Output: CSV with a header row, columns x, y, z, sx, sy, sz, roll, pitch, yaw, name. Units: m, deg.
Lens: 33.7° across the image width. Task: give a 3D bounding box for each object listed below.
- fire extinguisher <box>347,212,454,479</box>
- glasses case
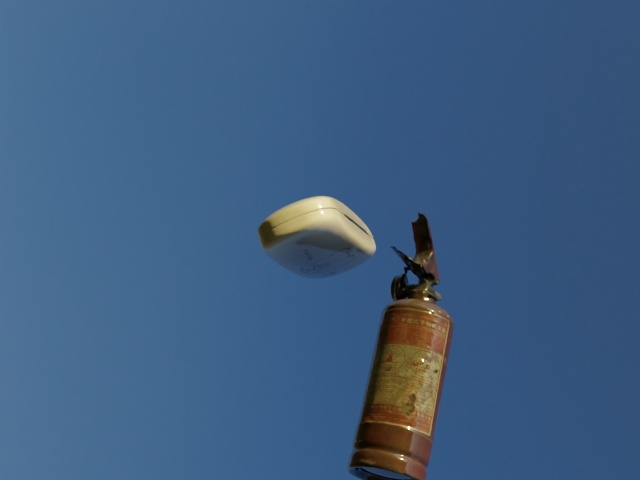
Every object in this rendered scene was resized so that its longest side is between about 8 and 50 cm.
x,y,z,sx,sy,sz,roll,pitch,yaw,name
0.087,0.102,1.007,0.075,0.106,0.252,11,-113,10,fire extinguisher
0.000,0.000,0.960,0.074,0.193,0.049,-24,-104,10,glasses case
